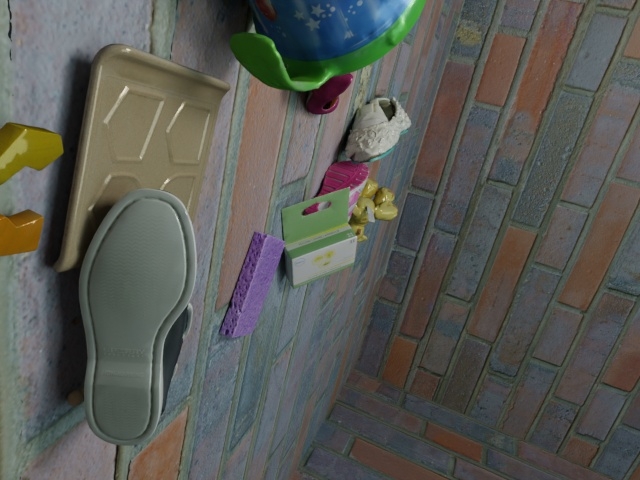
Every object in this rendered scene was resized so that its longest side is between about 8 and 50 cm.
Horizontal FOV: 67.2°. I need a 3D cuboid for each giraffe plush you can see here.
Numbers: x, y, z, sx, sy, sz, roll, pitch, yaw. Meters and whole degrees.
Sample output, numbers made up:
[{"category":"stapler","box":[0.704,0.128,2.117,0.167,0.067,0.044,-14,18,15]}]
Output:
[{"category":"giraffe plush","box":[0.113,-0.070,1.439,0.170,0.181,0.210,-55,-171,40]}]

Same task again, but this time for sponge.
[{"category":"sponge","box":[-0.133,0.089,0.972,0.117,0.031,0.210,22,87,-75]}]

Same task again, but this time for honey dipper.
[{"category":"honey dipper","box":[-0.257,0.148,0.619,0.161,0.030,0.031,-47,153,-49]}]

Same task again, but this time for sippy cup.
[{"category":"sippy cup","box":[-0.012,-0.344,0.537,0.224,0.240,0.306,35,36,-64]}]

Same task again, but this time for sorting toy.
[{"category":"sorting toy","box":[-0.209,-0.079,0.493,0.229,0.041,0.307,-70,165,14]}]

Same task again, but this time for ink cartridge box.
[{"category":"ink cartridge box","box":[0.000,0.000,1.111,0.171,0.056,0.235,-20,145,-16]}]

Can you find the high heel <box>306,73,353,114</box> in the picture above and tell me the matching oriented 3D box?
[{"category":"high heel","box":[0.029,-0.281,0.913,0.244,0.117,0.082,20,90,-75]}]

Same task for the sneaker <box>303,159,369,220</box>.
[{"category":"sneaker","box":[0.041,-0.102,1.238,0.252,0.103,0.111,-54,160,-25]}]

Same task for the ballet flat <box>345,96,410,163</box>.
[{"category":"ballet flat","box":[0.152,-0.322,1.342,0.409,0.146,0.147,-50,155,-60]}]

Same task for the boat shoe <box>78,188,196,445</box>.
[{"category":"boat shoe","box":[-0.201,0.079,0.536,0.091,0.114,0.303,-103,-149,-70]}]
